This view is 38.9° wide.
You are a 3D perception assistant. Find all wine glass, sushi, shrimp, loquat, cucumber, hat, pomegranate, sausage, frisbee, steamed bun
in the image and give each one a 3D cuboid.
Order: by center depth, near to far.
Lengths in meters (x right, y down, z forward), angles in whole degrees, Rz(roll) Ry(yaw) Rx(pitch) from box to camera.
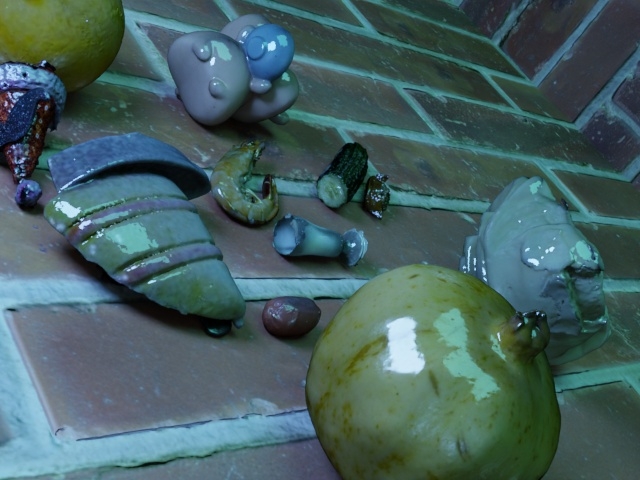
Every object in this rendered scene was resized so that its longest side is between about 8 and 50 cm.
[{"bbox_3d":[0.157,0.190,1.142,0.343,0.342,0.342,27,30,-17],"label":"pomegranate"},{"bbox_3d":[-0.422,-0.143,1.258,0.140,0.129,0.227,-11,61,-1],"label":"hat"},{"bbox_3d":[-0.222,0.053,1.258,0.187,0.012,0.211,4,43,-45],"label":"frisbee"},{"bbox_3d":[-0.043,0.109,1.331,0.094,0.054,0.059,6,41,-44],"label":"sausage"},{"bbox_3d":[-0.431,-0.350,1.404,0.263,0.263,0.263,27,30,-17],"label":"loquat"},{"bbox_3d":[0.000,0.000,1.524,0.155,0.072,0.072,11,37,-40],"label":"wine glass"},{"bbox_3d":[-0.119,-0.105,1.564,0.133,0.053,0.236,30,32,-9],"label":"shrimp"},{"bbox_3d":[0.365,0.069,1.657,0.394,0.238,0.346,42,25,-80],"label":"steamed bun"},{"bbox_3d":[0.052,-0.133,1.776,0.077,0.077,0.265,37,28,-1],"label":"cucumber"},{"bbox_3d":[0.114,-0.088,1.803,0.055,0.052,0.120,18,28,-2],"label":"sushi"}]

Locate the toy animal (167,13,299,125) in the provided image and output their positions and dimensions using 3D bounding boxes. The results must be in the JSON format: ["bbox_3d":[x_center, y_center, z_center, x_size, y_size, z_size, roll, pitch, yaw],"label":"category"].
[{"bbox_3d":[-0.163,-0.305,1.689,0.221,0.229,0.209,-21,88,-13],"label":"toy animal"}]

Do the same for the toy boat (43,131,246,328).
[{"bbox_3d":[-0.241,-0.031,1.241,0.276,0.111,0.293,12,40,-38],"label":"toy boat"}]
